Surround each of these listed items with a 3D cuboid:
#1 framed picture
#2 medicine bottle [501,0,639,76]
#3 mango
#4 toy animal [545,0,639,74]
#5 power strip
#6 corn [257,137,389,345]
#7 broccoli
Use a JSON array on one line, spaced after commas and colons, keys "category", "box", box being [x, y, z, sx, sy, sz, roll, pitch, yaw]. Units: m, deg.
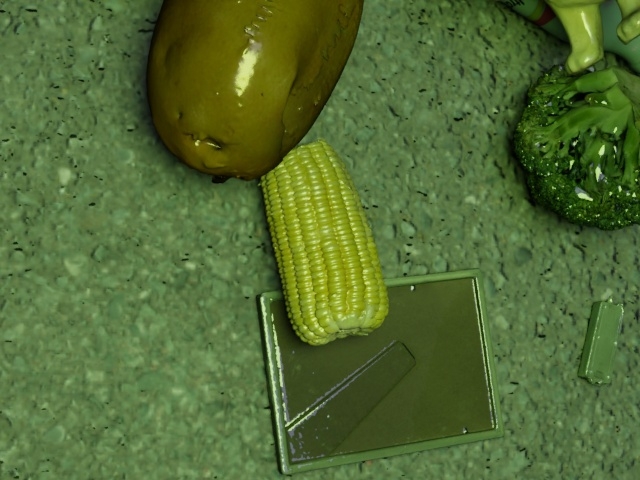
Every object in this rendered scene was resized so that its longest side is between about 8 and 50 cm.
[{"category": "framed picture", "box": [0.053, 0.106, 0.911, 0.203, 0.015, 0.150, -7, 84, -18]}, {"category": "medicine bottle", "box": [0.236, -0.223, 0.973, 0.216, 0.090, 0.090, 30, 75, -11]}, {"category": "mango", "box": [-0.047, -0.165, 0.844, 0.151, 0.156, 0.249, 30, 78, -9]}, {"category": "toy animal", "box": [0.228, -0.235, 0.870, 0.233, 0.121, 0.169, -18, 85, -13]}, {"category": "power strip", "box": [0.254, 0.090, 0.973, 0.027, 0.017, 0.083, 18, 78, -15]}, {"category": "corn", "box": [0.000, 0.000, 0.876, 0.085, 0.063, 0.165, -19, 74, 3]}, {"category": "broccoli", "box": [0.237, -0.085, 0.939, 0.145, 0.138, 0.162, 4, 51, -24]}]
